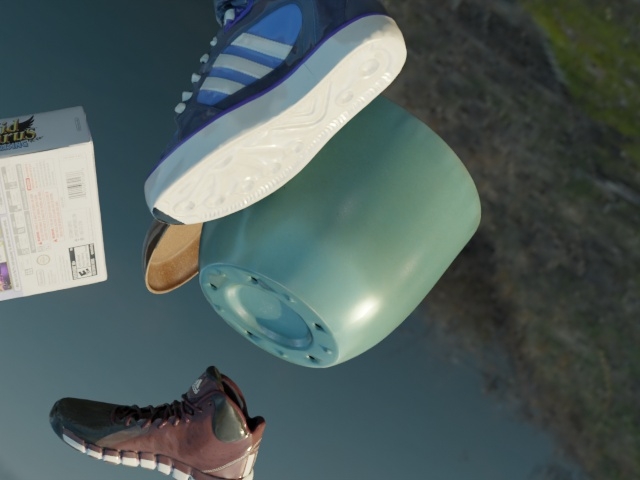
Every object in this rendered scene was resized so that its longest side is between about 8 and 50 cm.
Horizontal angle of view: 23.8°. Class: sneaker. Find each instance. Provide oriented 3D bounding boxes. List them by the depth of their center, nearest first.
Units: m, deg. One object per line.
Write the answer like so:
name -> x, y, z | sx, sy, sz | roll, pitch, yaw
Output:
sneaker -> -0.082, -0.191, 1.577 | 0.130, 0.323, 0.236 | 33, -157, -56
sneaker -> -0.201, 0.219, 1.986 | 0.281, 0.162, 0.106 | 19, -156, -9

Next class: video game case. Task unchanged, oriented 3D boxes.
video game case -> -0.369, -0.028, 1.686 | 0.269, 0.244, 0.061 | 96, 159, -55

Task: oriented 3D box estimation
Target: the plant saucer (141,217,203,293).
plant saucer -> -0.153, -0.024, 1.838 | 0.036, 0.198, 0.198 | 38, 159, 16

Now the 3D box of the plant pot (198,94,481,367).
plant pot -> 0.000, 0.000, 1.716 | 0.293, 0.235, 0.293 | 26, 153, 14
